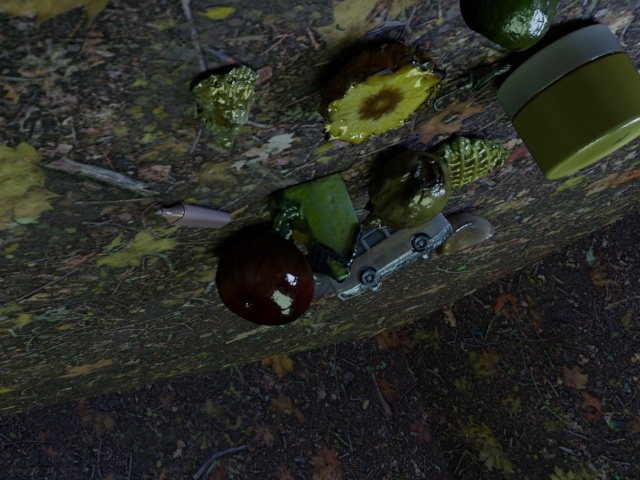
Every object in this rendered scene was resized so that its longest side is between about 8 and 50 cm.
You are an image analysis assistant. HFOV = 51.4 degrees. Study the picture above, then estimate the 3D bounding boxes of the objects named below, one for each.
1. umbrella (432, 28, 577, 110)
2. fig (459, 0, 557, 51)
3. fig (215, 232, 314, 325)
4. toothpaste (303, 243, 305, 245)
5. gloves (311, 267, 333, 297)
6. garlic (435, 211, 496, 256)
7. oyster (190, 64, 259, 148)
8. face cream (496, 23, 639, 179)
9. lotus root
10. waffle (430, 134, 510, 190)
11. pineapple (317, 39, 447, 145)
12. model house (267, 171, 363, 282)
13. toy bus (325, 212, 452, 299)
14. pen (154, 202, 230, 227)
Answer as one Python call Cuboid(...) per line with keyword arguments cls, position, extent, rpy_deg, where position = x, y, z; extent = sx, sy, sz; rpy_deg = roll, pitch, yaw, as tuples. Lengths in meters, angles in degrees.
Cuboid(cls="umbrella", position=(0.310, -0.298, 1.133), extent=(0.269, 0.044, 0.044), rpy_deg=(-29, 125, 9))
Cuboid(cls="fig", position=(0.247, -0.327, 0.838), extent=(0.123, 0.123, 0.156), rpy_deg=(-3, 127, -44))
Cuboid(cls="fig", position=(-0.126, 0.089, 1.560), extent=(0.235, 0.235, 0.214), rpy_deg=(-24, -160, 15))
Cuboid(cls="toothpaste", position=(0.015, 0.021, 1.785), extent=(0.044, 0.070, 0.193), rpy_deg=(-52, 159, 4))
Cuboid(cls="gloves", position=(-0.010, 0.099, 1.929), extent=(0.142, 0.119, 0.285), rpy_deg=(-56, 151, 9))
Cuboid(cls="garlic", position=(0.417, -0.033, 1.963), extent=(0.196, 0.101, 0.087), rpy_deg=(-22, -164, -15))
Cuboid(cls="oyster", position=(-0.139, -0.197, 0.948), extent=(0.122, 0.045, 0.146), rpy_deg=(17, 142, -41))
Cuboid(cls="face cream", position=(0.449, -0.236, 1.166), extent=(0.218, 0.179, 0.218), rpy_deg=(-26, 168, -6))
Cuboid(cls="lotus root", position=(0.177, -0.095, 1.417), extent=(0.154, 0.154, 0.278), rpy_deg=(-12, 164, -25))
Cuboid(cls="waffle", position=(0.305, -0.168, 1.489), extent=(0.208, 0.054, 0.214), rpy_deg=(0, 157, -40))
Cuboid(cls="pineapple", position=(0.086, -0.229, 1.014), extent=(0.225, 0.076, 0.225), rpy_deg=(-20, 163, -7))
Cuboid(cls="model house", position=(0.000, 0.000, 1.417), extent=(0.170, 0.211, 0.194), rpy_deg=(-19, 165, -10))
Cuboid(cls="toy bus", position=(0.172, 0.028, 1.732), extent=(0.343, 0.138, 0.097), rpy_deg=(-35, 159, 4))
Cuboid(cls="pen", position=(-0.251, -0.047, 1.293), extent=(0.053, 0.032, 0.197), rpy_deg=(-27, 165, 25))
